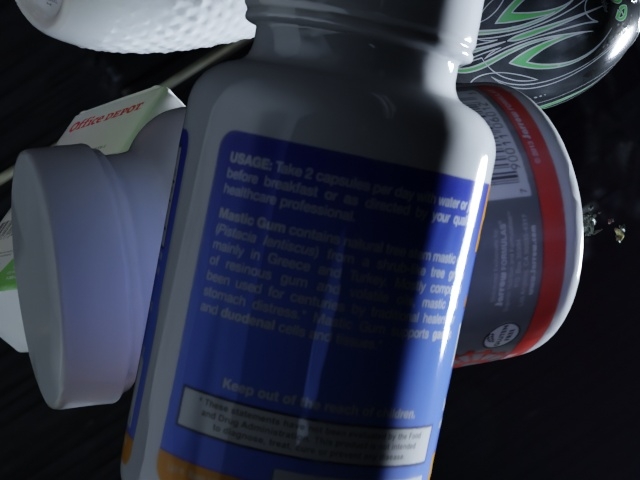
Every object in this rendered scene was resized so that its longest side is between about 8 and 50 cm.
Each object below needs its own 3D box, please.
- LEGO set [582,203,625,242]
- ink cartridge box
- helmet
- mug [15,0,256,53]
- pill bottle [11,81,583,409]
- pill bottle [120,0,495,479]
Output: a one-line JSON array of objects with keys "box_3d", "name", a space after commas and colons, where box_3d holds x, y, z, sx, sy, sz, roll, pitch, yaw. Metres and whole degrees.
[{"box_3d": [0.345, -0.020, 1.556, 0.083, 0.023, 0.054, 15, -39, 40], "name": "LEGO set"}, {"box_3d": [-0.249, -0.021, 1.338, 0.198, 0.273, 0.115, -8, -45, 48], "name": "ink cartridge box"}, {"box_3d": [0.183, -0.192, 1.084, 0.169, 0.162, 0.169, 40, -36, 38], "name": "helmet"}, {"box_3d": [-0.235, -0.388, 1.530, 0.374, 0.328, 0.276, 39, -46, 37], "name": "mug"}, {"box_3d": [-0.019, 0.004, 0.862, 0.210, 0.363, 0.210, 173, -90, -68], "name": "pill bottle"}, {"box_3d": [0.000, 0.000, 0.594, 0.152, 0.152, 0.272, -90, -168, -86], "name": "pill bottle"}]
